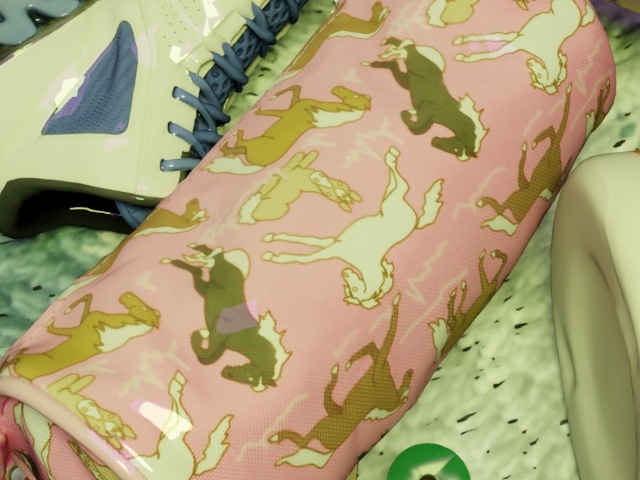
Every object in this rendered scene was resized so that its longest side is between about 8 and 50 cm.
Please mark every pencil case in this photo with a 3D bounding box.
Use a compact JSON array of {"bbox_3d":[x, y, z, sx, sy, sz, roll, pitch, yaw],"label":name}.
[{"bbox_3d":[0.000,0.000,0.616,0.167,0.160,0.386,11,53,43],"label":"pencil case"}]

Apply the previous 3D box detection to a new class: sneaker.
[{"bbox_3d":[-0.086,-0.093,0.719,0.316,0.127,0.182,-31,73,-2],"label":"sneaker"}]

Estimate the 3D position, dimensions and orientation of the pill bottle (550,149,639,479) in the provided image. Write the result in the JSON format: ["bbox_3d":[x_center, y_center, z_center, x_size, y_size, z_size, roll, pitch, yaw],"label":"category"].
[{"bbox_3d":[0.328,0.044,0.573,0.392,0.224,0.224,-7,68,0],"label":"pill bottle"}]

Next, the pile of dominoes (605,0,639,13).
[{"bbox_3d":[0.246,-0.133,0.702,0.251,0.196,0.040,24,113,12],"label":"pile of dominoes"}]

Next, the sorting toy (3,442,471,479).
[{"bbox_3d":[-0.059,0.170,0.641,0.275,0.046,0.132,4,68,5],"label":"sorting toy"}]
